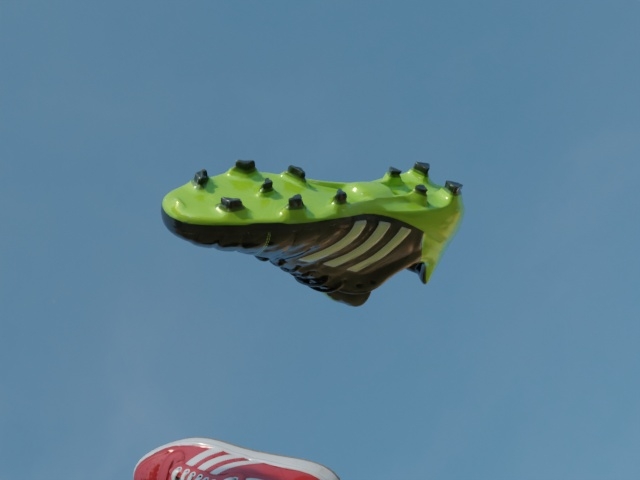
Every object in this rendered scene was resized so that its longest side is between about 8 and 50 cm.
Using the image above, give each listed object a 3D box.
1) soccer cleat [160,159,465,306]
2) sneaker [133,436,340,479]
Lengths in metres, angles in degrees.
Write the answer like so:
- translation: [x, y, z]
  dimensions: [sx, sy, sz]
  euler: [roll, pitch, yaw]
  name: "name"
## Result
- translation: [0.000, 0.000, 0.572]
  dimensions: [0.179, 0.060, 0.072]
  euler: [-2, -61, -36]
  name: "soccer cleat"
- translation: [-0.054, 0.130, 0.559]
  dimensions: [0.119, 0.067, 0.042]
  euler: [0, -77, 25]
  name: "sneaker"
